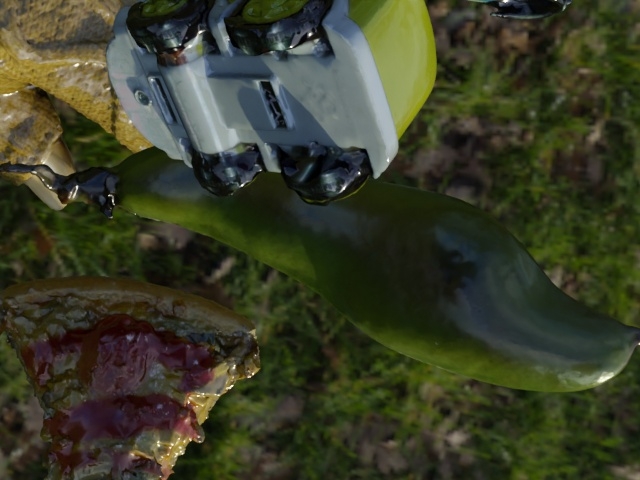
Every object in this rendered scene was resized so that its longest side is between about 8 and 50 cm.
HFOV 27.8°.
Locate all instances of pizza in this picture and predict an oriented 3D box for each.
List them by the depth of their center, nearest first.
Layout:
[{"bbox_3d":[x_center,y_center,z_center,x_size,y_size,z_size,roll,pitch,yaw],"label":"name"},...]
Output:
[{"bbox_3d":[-0.132,0.112,0.853,0.188,0.062,0.199,5,62,-12],"label":"pizza"}]

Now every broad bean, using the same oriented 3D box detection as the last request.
[{"bbox_3d":[0.003,0.001,0.643,0.067,0.325,0.075,79,34,-56],"label":"broad bean"}]

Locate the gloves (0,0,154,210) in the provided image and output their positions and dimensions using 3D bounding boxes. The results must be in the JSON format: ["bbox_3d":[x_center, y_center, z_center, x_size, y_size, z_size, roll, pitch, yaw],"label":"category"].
[{"bbox_3d":[-0.189,-0.157,0.806,0.356,0.155,0.203,37,70,-30],"label":"gloves"}]

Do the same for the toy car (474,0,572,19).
[{"bbox_3d":[0.133,-0.272,0.926,0.255,0.190,0.189,7,85,-31],"label":"toy car"}]

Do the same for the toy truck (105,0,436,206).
[{"bbox_3d":[-0.017,-0.064,0.444,0.077,0.111,0.076,-53,137,-37],"label":"toy truck"}]
